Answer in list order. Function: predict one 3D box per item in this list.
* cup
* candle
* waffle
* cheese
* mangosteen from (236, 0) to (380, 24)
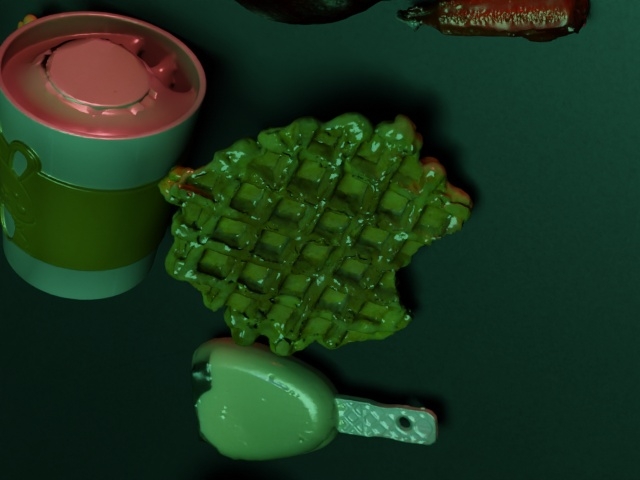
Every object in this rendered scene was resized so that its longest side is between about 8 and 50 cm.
[{"bbox_3d":[-0.222,-0.091,1.751,0.241,0.185,0.226,49,142,36],"label":"cup"},{"bbox_3d":[0.136,-0.182,1.569,0.162,0.048,0.053,1,135,27],"label":"candle"},{"bbox_3d":[0.000,-0.001,1.700,0.291,0.051,0.291,-2,131,-2],"label":"waffle"},{"bbox_3d":[-0.005,0.164,1.842,0.251,0.054,0.127,7,120,23],"label":"cheese"},{"bbox_3d":[0.005,-0.263,1.501,0.216,0.216,0.216,13,123,21],"label":"mangosteen"}]
